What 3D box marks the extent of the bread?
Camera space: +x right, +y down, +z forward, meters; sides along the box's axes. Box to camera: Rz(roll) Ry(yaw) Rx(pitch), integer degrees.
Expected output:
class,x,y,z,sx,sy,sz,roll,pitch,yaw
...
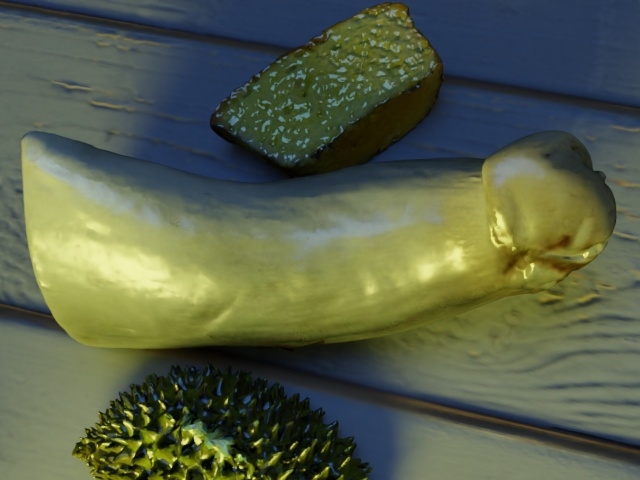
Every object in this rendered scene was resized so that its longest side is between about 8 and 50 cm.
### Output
class,x,y,z,sx,sy,sz,roll,pitch,yaw
bread,0.009,-0.111,0.985,0.187,0.065,0.103,-36,65,-14

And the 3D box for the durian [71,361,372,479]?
class,x,y,z,sx,sy,sz,roll,pitch,yaw
durian,-0.056,0.146,0.837,0.220,0.095,0.137,29,69,14

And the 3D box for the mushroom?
class,x,y,z,sx,sy,sz,roll,pitch,yaw
mushroom,0.001,0.000,0.866,0.397,0.177,0.126,-2,53,3
